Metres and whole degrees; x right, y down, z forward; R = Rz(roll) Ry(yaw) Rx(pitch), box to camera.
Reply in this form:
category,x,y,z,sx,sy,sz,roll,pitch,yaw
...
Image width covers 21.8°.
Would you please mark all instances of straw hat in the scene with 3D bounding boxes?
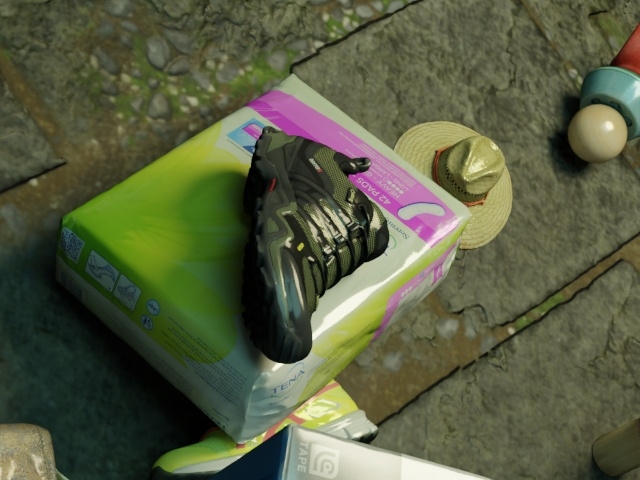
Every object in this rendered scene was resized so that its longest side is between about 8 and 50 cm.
category,x,y,z,sx,sy,sz,roll,pitch,yaw
straw hat,0.142,-0.068,1.590,0.144,0.061,0.144,13,61,-26

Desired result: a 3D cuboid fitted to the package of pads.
category,x,y,z,sx,sy,sz,roll,pitch,yaw
package of pads,-0.040,0.010,1.380,0.229,0.101,0.296,39,50,18

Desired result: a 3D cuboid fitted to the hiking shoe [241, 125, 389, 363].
category,x,y,z,sx,sy,sz,roll,pitch,yaw
hiking shoe,0.000,0.000,1.272,0.114,0.086,0.227,6,47,-8

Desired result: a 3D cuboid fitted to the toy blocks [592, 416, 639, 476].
category,x,y,z,sx,sy,sz,roll,pitch,yaw
toy blocks,0.405,0.294,1.444,0.309,0.260,0.289,30,55,-15

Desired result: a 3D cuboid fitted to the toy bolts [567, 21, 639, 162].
category,x,y,z,sx,sy,sz,roll,pitch,yaw
toy bolts,0.367,-0.113,1.675,0.228,0.218,0.158,33,59,9

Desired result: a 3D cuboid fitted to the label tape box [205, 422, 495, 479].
category,x,y,z,sx,sy,sz,roll,pitch,yaw
label tape box,0.066,0.265,1.263,0.347,0.249,0.115,20,58,-21

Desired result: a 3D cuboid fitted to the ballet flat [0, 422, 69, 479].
category,x,y,z,sx,sy,sz,roll,pitch,yaw
ballet flat,-0.183,0.273,1.209,0.106,0.107,0.316,-9,73,-44

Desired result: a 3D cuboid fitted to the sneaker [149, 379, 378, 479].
category,x,y,z,sx,sy,sz,roll,pitch,yaw
sneaker,-0.057,0.158,1.360,0.208,0.081,0.094,-12,63,-38
